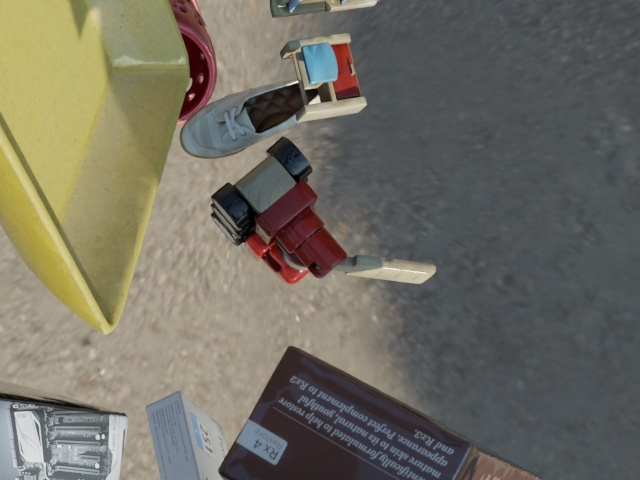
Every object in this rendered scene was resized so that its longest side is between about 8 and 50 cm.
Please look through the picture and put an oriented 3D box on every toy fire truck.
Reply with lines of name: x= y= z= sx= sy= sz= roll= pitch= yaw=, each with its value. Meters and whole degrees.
toy fire truck: x=0.000 y=0.000 z=1.567 sx=0.158 sy=0.217 sz=0.246 roll=-40 pitch=87 yaw=-9

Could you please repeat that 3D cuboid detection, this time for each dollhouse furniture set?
dollhouse furniture set: x=0.031 y=-0.240 z=1.334 sx=0.129 sy=0.129 sz=0.183 roll=-11 pitch=83 yaw=-19

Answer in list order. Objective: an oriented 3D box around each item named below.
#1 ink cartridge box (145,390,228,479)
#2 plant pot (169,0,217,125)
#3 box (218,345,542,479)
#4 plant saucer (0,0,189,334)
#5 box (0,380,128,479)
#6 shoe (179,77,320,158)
ink cartridge box: x=-0.141 y=0.396 z=1.782 sx=0.066 sy=0.261 sz=0.296 roll=-26 pitch=51 yaw=8
plant pot: x=-0.249 y=-0.278 z=1.793 sx=0.191 sy=0.174 sz=0.191 roll=-6 pitch=130 yaw=-7
box: x=0.075 y=0.229 z=1.204 sx=0.191 sy=0.381 sz=0.143 roll=27 pitch=87 yaw=23
plant saucer: x=-0.213 y=-0.148 z=0.988 sx=0.081 sy=0.332 sz=0.332 roll=-1 pitch=139 yaw=14
box: x=-0.282 y=0.086 z=0.624 sx=0.242 sy=0.307 sz=0.076 roll=15 pitch=83 yaw=-42
shoe: x=-0.080 y=-0.168 z=1.614 sx=0.219 sy=0.058 sz=0.076 roll=-23 pitch=83 yaw=-18
